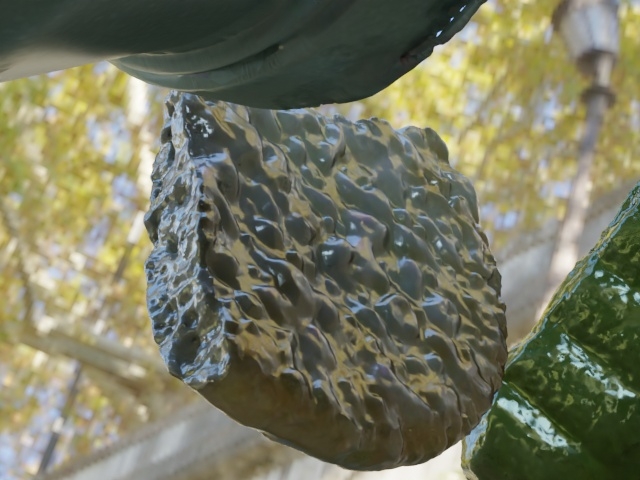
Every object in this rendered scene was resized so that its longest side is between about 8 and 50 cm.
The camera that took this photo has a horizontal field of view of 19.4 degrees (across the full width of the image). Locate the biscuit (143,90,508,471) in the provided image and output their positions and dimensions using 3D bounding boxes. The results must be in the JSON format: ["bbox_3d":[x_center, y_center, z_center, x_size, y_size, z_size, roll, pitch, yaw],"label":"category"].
[{"bbox_3d":[0.000,0.000,0.731,0.040,0.265,0.188,-39,-92,27],"label":"biscuit"}]

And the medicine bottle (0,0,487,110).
[{"bbox_3d":[-0.096,-0.148,0.448,0.290,0.245,0.245,12,-29,-44],"label":"medicine bottle"}]

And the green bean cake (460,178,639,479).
[{"bbox_3d":[0.190,0.082,1.054,0.125,0.248,0.222,36,-5,24],"label":"green bean cake"}]
